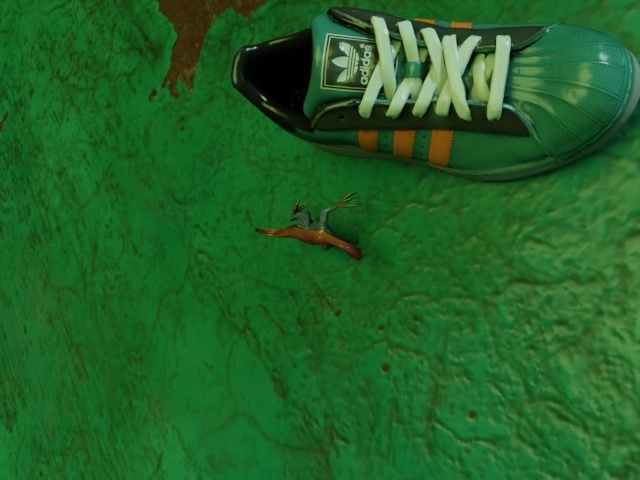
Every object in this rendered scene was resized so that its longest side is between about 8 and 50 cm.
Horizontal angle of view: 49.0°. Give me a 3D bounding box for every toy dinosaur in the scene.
[{"bbox_3d":[0.000,0.000,0.573,0.090,0.047,0.082,-30,29,2],"label":"toy dinosaur"}]

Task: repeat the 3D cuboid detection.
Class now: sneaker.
[{"bbox_3d":[0.058,-0.107,0.501,0.302,0.121,0.108,6,87,42],"label":"sneaker"}]
